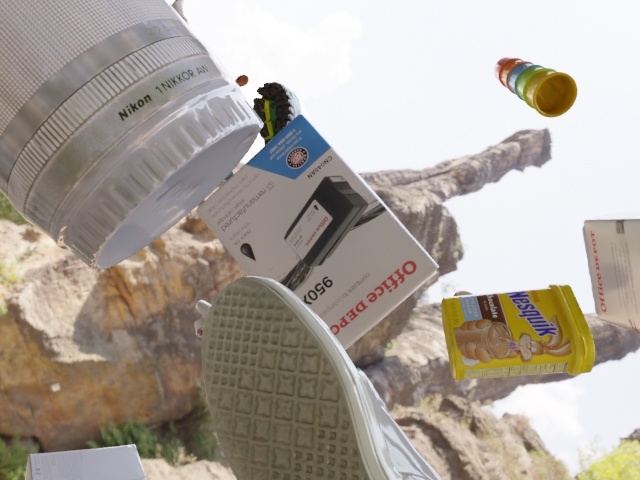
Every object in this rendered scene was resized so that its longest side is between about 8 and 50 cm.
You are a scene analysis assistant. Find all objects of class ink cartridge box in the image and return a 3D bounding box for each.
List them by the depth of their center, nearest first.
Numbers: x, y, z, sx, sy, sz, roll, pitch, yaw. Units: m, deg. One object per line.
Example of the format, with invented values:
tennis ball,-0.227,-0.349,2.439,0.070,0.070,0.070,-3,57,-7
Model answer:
ink cartridge box,0.589,0.052,0.991,0.283,0.117,0.207,-160,-121,-84
ink cartridge box,0.000,0.000,1.146,0.395,0.285,0.166,49,6,8

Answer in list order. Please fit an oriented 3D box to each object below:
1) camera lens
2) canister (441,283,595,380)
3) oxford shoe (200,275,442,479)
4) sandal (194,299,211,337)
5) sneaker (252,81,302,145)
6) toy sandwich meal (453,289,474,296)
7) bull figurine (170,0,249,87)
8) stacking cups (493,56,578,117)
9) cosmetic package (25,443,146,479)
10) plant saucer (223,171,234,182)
camera lens,-0.217,-0.139,0.516,0.274,0.219,0.219,48,-27,-2
canister,0.253,0.122,0.767,0.126,0.170,0.073,-89,171,-50
oxford shoe,0.031,0.228,0.574,0.169,0.130,0.449,-45,-109,19
sandal,-0.254,0.239,1.457,0.169,0.102,0.416,39,-10,-14
sneaker,-0.080,-0.232,1.511,0.134,0.146,0.344,2,-83,25
toy sandwich meal,0.338,0.151,1.339,0.085,0.085,0.029,60,-37,26
bull figurine,-0.261,-0.308,0.976,0.101,0.310,0.188,-35,-97,35
stacking cups,0.469,-0.361,1.329,0.316,0.096,0.096,-102,-174,-65
cosmetic package,-0.514,0.583,1.251,0.138,0.224,0.224,30,-68,55
plant saucer,-0.273,-0.159,1.186,0.195,0.195,0.037,48,-64,41
